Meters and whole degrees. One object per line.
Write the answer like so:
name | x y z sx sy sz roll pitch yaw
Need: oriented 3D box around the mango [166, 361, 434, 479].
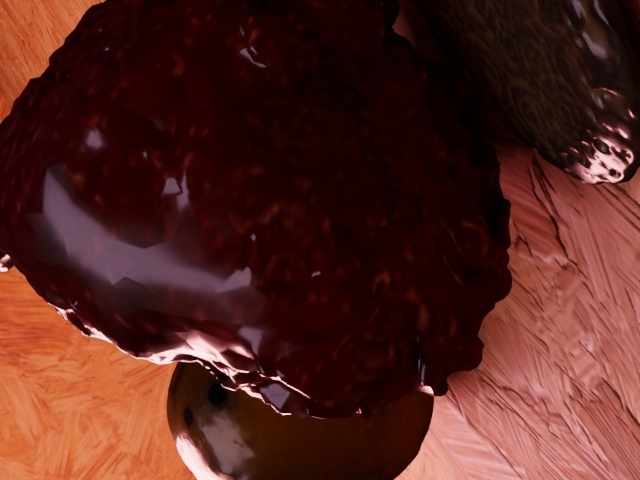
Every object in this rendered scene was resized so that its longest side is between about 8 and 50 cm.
mango | -0.016 0.105 1.373 0.176 0.175 0.329 43 -176 -7

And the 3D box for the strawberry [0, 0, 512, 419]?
strawberry | -0.023 -0.039 0.908 0.274 0.274 0.220 43 119 50

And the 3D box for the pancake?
pancake | 0.075 -0.104 0.788 0.199 0.021 0.199 54 168 17
